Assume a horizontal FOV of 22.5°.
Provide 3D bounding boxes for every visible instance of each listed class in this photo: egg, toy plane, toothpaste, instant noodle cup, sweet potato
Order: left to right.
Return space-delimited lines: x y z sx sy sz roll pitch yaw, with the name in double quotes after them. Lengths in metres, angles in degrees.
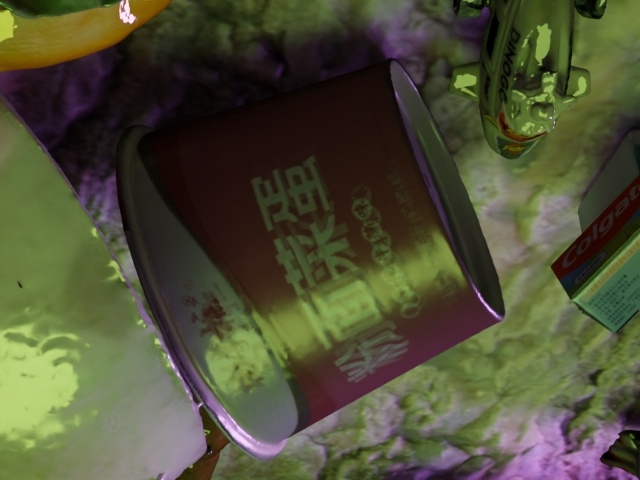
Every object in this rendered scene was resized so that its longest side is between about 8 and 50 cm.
-0.220 0.042 0.939 0.201 0.337 0.337 -36 145 -13 "egg"
-0.096 0.137 1.330 0.067 0.067 0.274 4 138 -7 "sweet potato"
0.000 0.000 1.018 0.178 0.235 0.235 -23 140 12 "instant noodle cup"
0.128 -0.153 0.909 0.092 0.108 0.286 3 131 -4 "toy plane"
0.232 -0.033 1.042 0.044 0.070 0.193 37 105 -24 "toothpaste"

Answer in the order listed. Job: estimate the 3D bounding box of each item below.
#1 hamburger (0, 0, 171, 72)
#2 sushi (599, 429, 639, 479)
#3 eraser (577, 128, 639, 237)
-0.152 -0.202 0.718 0.246 0.246 0.170 3 142 -6 "hamburger"
0.401 0.168 1.337 0.332 0.124 0.130 -28 147 30 "sushi"
0.302 -0.015 1.139 0.225 0.052 0.095 10 140 -13 "eraser"
